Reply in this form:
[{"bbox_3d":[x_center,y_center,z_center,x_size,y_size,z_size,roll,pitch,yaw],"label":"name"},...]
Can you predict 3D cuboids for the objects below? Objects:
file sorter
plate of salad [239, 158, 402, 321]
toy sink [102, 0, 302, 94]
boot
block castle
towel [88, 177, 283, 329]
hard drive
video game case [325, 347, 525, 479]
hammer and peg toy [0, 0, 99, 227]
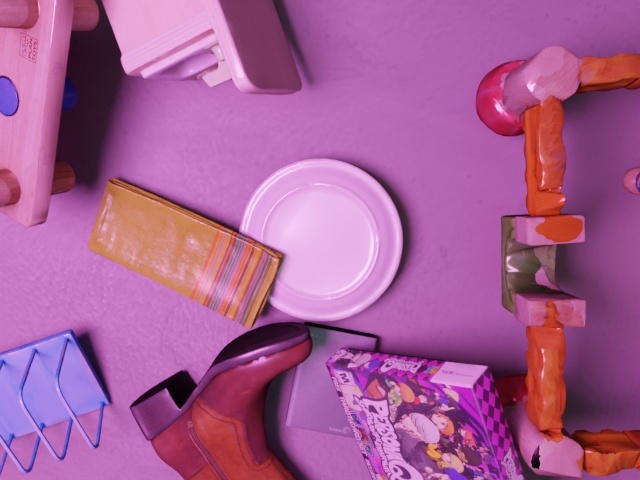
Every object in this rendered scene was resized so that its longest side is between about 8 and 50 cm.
[{"bbox_3d":[-0.357,0.204,0.690,0.170,0.104,0.118,-18,117,-5],"label":"file sorter"},{"bbox_3d":[0.000,0.000,0.725,0.199,0.048,0.200,0,97,3],"label":"plate of salad"},{"bbox_3d":[-0.138,-0.249,0.634,0.131,0.153,0.234,-18,96,23],"label":"toy sink"},{"bbox_3d":[-0.062,0.262,0.717,0.264,0.096,0.280,-32,96,10],"label":"boot"},{"bbox_3d":[0.338,0.018,0.654,0.302,0.213,0.454,-2,94,4],"label":"block castle"},{"bbox_3d":[-0.169,0.015,0.717,0.237,0.021,0.102,24,102,7],"label":"towel"},{"bbox_3d":[0.013,0.179,0.757,0.094,0.022,0.135,11,96,-2],"label":"hard drive"},{"bbox_3d":[0.124,0.237,0.670,0.042,0.210,0.232,-33,109,-39],"label":"video game case"},{"bbox_3d":[-0.342,-0.218,0.580,0.266,0.127,0.361,29,116,18],"label":"hammer and peg toy"}]
